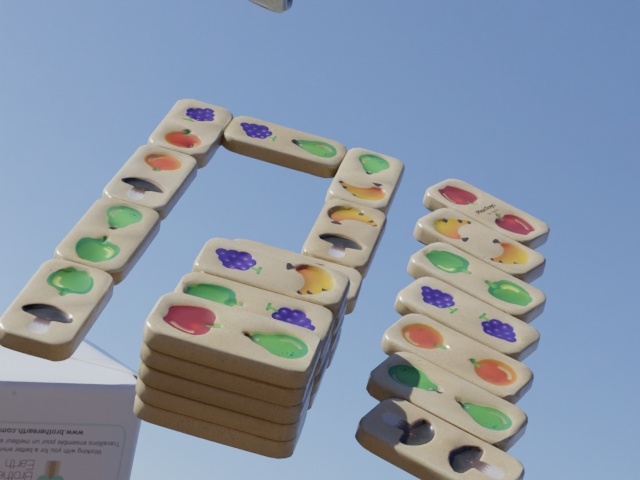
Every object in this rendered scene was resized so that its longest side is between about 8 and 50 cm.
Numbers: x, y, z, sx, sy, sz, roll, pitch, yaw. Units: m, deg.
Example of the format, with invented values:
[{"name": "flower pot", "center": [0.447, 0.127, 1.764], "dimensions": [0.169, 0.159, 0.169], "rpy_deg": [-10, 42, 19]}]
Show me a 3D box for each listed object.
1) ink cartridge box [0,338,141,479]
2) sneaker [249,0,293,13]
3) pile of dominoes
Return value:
[{"name": "ink cartridge box", "center": [-0.289, 0.250, 0.920], "dimensions": [0.270, 0.395, 0.151], "rpy_deg": [6, 9, -32]}, {"name": "sneaker", "center": [-0.066, -0.181, 0.882], "dimensions": [0.232, 0.090, 0.115], "rpy_deg": [-18, -72, 22]}, {"name": "pile of dominoes", "center": [0.000, 0.000, 0.600], "dimensions": [0.196, 0.040, 0.251], "rpy_deg": [15, 29, 5]}]
